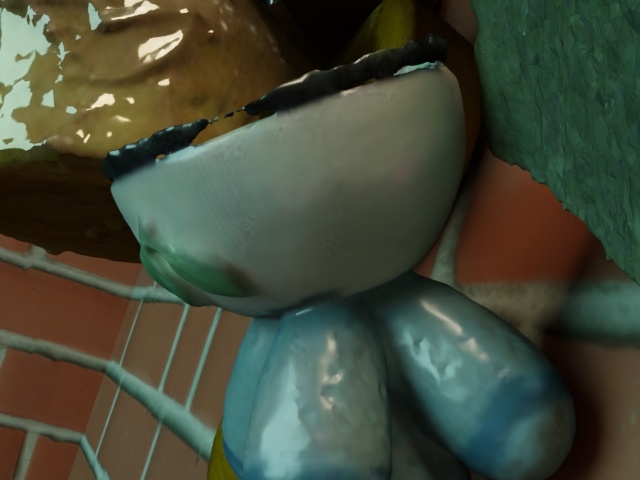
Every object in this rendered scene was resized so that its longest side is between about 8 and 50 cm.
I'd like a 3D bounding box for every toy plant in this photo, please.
[{"bbox_3d":[0.023,0.066,0.524,0.247,0.247,0.332,-9,100,69],"label":"toy plant"}]

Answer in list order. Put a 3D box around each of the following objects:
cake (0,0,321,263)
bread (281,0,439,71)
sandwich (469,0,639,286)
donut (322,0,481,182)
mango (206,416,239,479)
[{"bbox_3d":[-0.170,-0.160,0.769,0.332,0.332,0.321,153,125,-63],"label":"cake"},{"bbox_3d":[-0.011,-0.298,0.953,0.250,0.279,0.225,-39,57,47],"label":"bread"},{"bbox_3d":[0.152,-0.109,0.309,0.325,0.131,0.262,-116,11,-64],"label":"sandwich"},{"bbox_3d":[0.051,-0.091,0.801,0.303,0.110,0.303,-57,20,34],"label":"donut"},{"bbox_3d":[-0.042,0.201,0.758,0.227,0.109,0.147,-42,57,53],"label":"mango"}]
